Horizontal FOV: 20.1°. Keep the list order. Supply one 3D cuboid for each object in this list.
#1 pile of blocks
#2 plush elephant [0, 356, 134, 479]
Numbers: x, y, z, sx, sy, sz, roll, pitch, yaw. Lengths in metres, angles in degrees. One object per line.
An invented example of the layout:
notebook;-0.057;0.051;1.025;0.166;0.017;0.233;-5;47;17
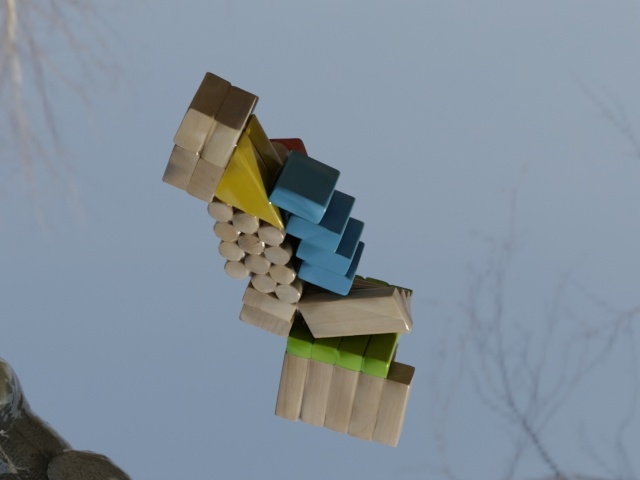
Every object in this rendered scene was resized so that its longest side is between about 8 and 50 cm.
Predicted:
pile of blocks;0.000;0.000;1.406;0.149;0.362;0.113;-3;-138;24
plush elephant;-0.208;0.303;1.292;0.272;0.330;0.255;-42;-149;15
